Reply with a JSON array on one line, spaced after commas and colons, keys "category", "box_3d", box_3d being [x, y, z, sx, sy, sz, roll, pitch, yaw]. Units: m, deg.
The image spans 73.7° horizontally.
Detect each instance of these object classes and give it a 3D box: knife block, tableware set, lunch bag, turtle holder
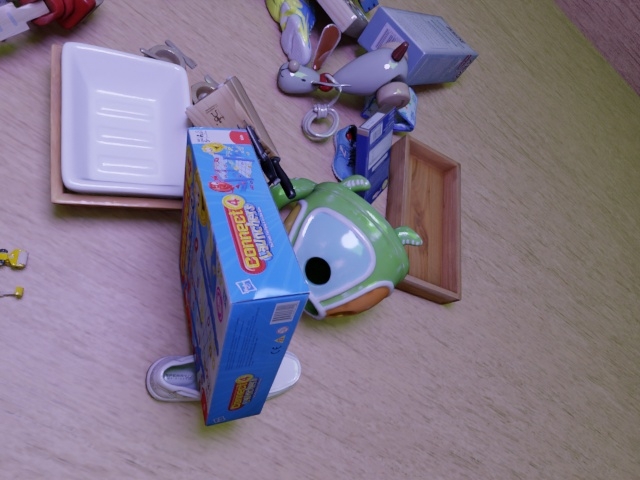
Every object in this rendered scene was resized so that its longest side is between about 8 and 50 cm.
[{"category": "knife block", "box_3d": [-0.137, -0.175, 0.810, 0.242, 0.088, 0.276, 56, 9, -25]}, {"category": "tableware set", "box_3d": [-0.281, -0.340, 0.902, 0.194, 0.039, 0.128, 40, 56, -13]}, {"category": "lunch bag", "box_3d": [0.200, -0.380, 1.185, 0.151, 0.096, 0.129, 20, 62, -14]}, {"category": "turtle holder", "box_3d": [0.011, 0.004, 0.833, 0.227, 0.243, 0.320, -43, 106, -19]}]

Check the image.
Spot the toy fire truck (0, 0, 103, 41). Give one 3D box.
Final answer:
[{"category": "toy fire truck", "box_3d": [-0.510, -0.428, 0.687, 0.217, 0.158, 0.246, 49, 29, -33]}]

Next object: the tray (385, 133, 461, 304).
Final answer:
[{"category": "tray", "box_3d": [0.271, -0.059, 1.120, 0.203, 0.076, 0.411, 21, 63, -24]}]

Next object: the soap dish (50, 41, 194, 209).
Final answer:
[{"category": "soap dish", "box_3d": [-0.343, -0.185, 0.755, 0.229, 0.118, 0.291, 0, 72, -32]}]

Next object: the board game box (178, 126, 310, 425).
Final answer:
[{"category": "board game box", "box_3d": [-0.136, 0.052, 0.614, 0.086, 0.308, 0.302, -4, 48, -25]}]

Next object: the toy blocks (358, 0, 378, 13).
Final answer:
[{"category": "toy blocks", "box_3d": [0.070, -0.832, 1.197, 0.381, 0.191, 0.261, 63, 15, 17]}]

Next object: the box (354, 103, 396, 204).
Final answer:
[{"category": "box", "box_3d": [0.129, -0.195, 1.029, 0.036, 0.225, 0.136, 22, 48, 25]}]

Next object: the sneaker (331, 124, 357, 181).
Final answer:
[{"category": "sneaker", "box_3d": [0.069, -0.215, 1.052, 0.063, 0.073, 0.162, 6, 70, -30]}]

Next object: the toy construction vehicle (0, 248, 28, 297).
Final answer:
[{"category": "toy construction vehicle", "box_3d": [-0.493, 0.045, 0.629, 0.098, 0.035, 0.086, 6, 58, -33]}]

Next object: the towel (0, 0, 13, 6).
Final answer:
[{"category": "towel", "box_3d": [-0.667, -0.449, 0.696, 0.282, 0.049, 0.187, 3, 70, -31]}]

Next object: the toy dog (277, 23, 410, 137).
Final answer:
[{"category": "toy dog", "box_3d": [0.077, -0.403, 1.004, 0.333, 0.161, 0.220, -23, 77, -11]}]

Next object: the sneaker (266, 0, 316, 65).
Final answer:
[{"category": "sneaker", "box_3d": [-0.046, -0.557, 1.101, 0.126, 0.091, 0.240, -14, 79, -36]}]

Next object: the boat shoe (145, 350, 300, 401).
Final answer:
[{"category": "boat shoe", "box_3d": [-0.145, 0.233, 0.731, 0.277, 0.096, 0.098, 3, 70, -31]}]

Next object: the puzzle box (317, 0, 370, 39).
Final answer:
[{"category": "puzzle box", "box_3d": [-0.017, -0.719, 1.133, 0.409, 0.052, 0.272, 51, 25, -6]}]

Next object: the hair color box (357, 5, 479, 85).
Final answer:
[{"category": "hair color box", "box_3d": [0.296, -0.561, 1.245, 0.374, 0.113, 0.185, -26, 73, -45]}]
